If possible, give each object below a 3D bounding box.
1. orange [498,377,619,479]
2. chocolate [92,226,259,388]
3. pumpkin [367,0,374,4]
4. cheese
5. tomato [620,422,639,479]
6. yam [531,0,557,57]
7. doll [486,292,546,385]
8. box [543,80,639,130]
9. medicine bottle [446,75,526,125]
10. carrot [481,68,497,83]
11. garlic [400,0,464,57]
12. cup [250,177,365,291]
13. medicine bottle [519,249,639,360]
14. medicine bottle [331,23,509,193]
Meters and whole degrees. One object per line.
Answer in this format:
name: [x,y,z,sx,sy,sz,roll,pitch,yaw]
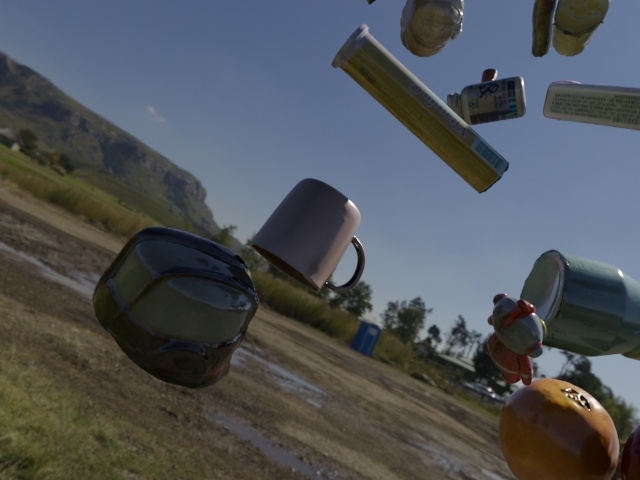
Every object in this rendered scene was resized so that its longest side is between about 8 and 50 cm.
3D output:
orange: [0.646,0.541,1.410,0.311,0.312,0.312,26,-6,3]
chocolate: [-0.224,0.094,0.887,0.283,0.186,0.283,40,8,-7]
pumpkin: [0.167,-0.818,1.355,0.095,0.290,0.258,28,-13,37]
cheese: [0.535,-0.457,1.061,0.093,0.123,0.167,20,13,20]
tomato: [0.839,0.555,1.174,0.298,0.299,0.226,24,-24,26]
yam: [0.680,-0.688,1.557,0.067,0.071,0.317,5,-23,22]
doll: [0.338,0.168,0.901,0.245,0.076,0.142,80,-12,-51]
box: [0.780,-0.336,1.290,0.190,0.113,0.369,-10,22,-32]
medicine bottle: [0.437,-0.363,1.353,0.191,0.107,0.107,-4,-20,25]
carrot: [0.609,-0.542,1.915,0.057,0.224,0.057,19,-23,8]
garlic: [0.311,-0.620,1.412,0.152,0.228,0.228,0,0,-12]
cup: [0.000,0.000,1.168,0.252,0.200,0.191,37,-12,-8]
medicine bottle: [0.683,0.172,1.278,0.289,0.245,0.245,16,-6,1]
medicine bottle: [0.214,-0.271,1.095,0.426,0.108,0.108,42,-7,-4]
